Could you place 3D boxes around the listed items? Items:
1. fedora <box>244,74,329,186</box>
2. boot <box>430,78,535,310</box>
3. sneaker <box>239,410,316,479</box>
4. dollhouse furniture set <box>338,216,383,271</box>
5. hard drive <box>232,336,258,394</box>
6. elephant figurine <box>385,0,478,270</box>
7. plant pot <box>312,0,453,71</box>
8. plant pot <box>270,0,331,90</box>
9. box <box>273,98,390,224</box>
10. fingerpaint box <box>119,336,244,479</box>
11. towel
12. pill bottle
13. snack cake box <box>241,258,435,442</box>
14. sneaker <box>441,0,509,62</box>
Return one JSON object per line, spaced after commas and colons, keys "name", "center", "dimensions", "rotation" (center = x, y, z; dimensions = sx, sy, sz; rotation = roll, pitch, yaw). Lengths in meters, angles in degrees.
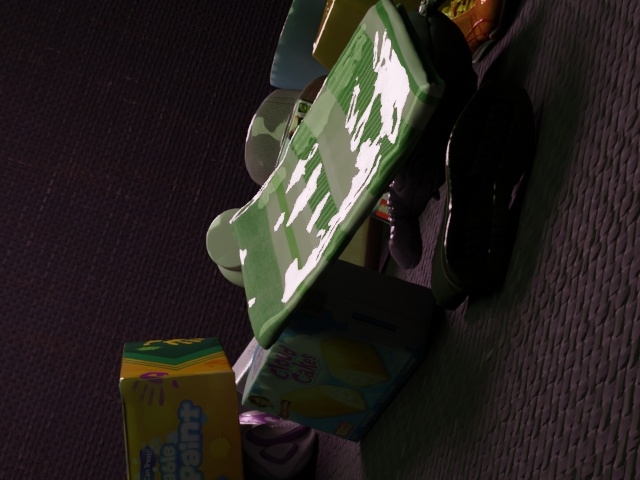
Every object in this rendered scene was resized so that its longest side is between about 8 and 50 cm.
{"name": "fedora", "center": [-0.033, -0.135, 2.047], "dimensions": [0.243, 0.124, 0.275], "rotation": [-61, -30, -29]}
{"name": "boot", "center": [0.138, -0.038, 1.212], "dimensions": [0.137, 0.077, 0.197], "rotation": [109, 178, -74]}
{"name": "sneaker", "center": [-0.067, 0.344, 1.974], "dimensions": [0.305, 0.114, 0.152], "rotation": [-177, 82, -82]}
{"name": "dollhouse furniture set", "center": [0.071, -0.022, 1.965], "dimensions": [0.355, 0.174, 0.303], "rotation": [-19, -61, -60]}
{"name": "hard drive", "center": [-0.053, 0.124, 2.187], "dimensions": [0.307, 0.040, 0.203], "rotation": [-54, 5, -8]}
{"name": "elephant figurine", "center": [0.115, -0.125, 1.445], "dimensions": [0.169, 0.186, 0.239], "rotation": [-22, 46, 23]}
{"name": "plant pot", "center": [0.105, -0.311, 1.766], "dimensions": [0.212, 0.187, 0.212], "rotation": [117, 170, -61]}
{"name": "plant pot", "center": [0.058, -0.366, 2.241], "dimensions": [0.290, 0.195, 0.290], "rotation": [23, -90, -87]}
{"name": "box", "center": [0.042, -0.106, 1.752], "dimensions": [0.036, 0.207, 0.114], "rotation": [3, -73, -58]}
{"name": "fingerpaint box", "center": [-0.191, 0.382, 1.874], "dimensions": [0.371, 0.163, 0.444], "rotation": [-162, 68, -82]}
{"name": "towel", "center": [0.008, -0.078, 1.357], "dimensions": [0.325, 0.038, 0.248], "rotation": [-54, 26, 22]}
{"name": "pill bottle", "center": [-0.087, 0.024, 2.007], "dimensions": [0.216, 0.121, 0.121], "rotation": [34, -109, -62]}
{"name": "snack cake box", "center": [0.014, 0.125, 1.470], "dimensions": [0.264, 0.152, 0.089], "rotation": [116, 169, -59]}
{"name": "sneaker", "center": [0.177, -0.259, 1.516], "dimensions": [0.175, 0.067, 0.064], "rotation": [124, 164, -65]}
